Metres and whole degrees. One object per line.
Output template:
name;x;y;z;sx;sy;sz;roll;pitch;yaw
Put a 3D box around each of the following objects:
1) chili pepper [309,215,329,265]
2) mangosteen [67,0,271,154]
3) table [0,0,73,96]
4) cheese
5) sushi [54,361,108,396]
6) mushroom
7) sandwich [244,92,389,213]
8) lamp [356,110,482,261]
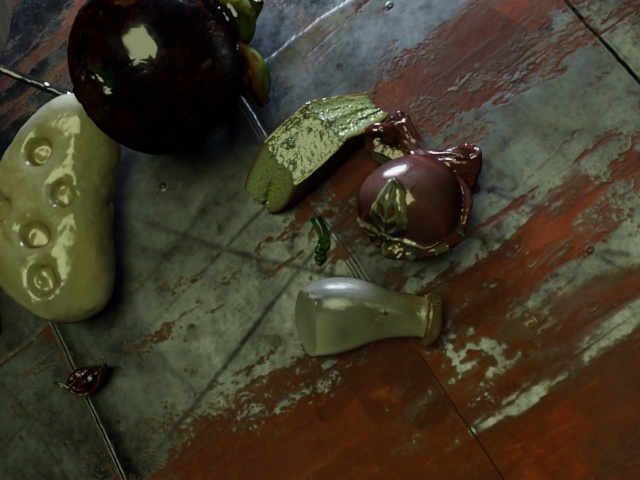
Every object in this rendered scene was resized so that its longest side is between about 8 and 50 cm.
chili pepper;0.000;0.000;1.240;0.027;0.022;0.083;0;74;-17
mangosteen;-0.247;-0.287;1.249;0.311;0.311;0.311;-4;76;16
table;-0.507;-0.410;1.394;0.249;0.317;0.317;10;80;6
cheese;-0.425;-0.043;1.321;0.351;0.129;0.328;-44;67;5
sushi;-0.387;0.230;1.290;0.099;0.047;0.050;-30;74;10
mushroom;0.069;0.107;1.163;0.225;0.093;0.116;-8;90;6
sandwich;-0.015;-0.146;1.242;0.258;0.096;0.094;-42;75;7
lamp;0.127;-0.067;1.160;0.215;0.151;0.223;29;44;15
